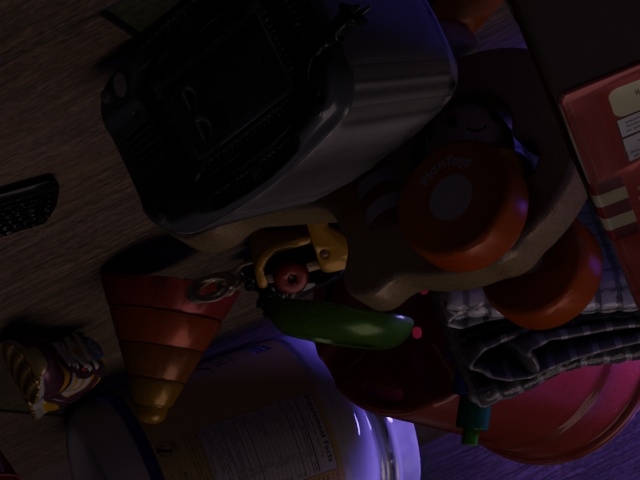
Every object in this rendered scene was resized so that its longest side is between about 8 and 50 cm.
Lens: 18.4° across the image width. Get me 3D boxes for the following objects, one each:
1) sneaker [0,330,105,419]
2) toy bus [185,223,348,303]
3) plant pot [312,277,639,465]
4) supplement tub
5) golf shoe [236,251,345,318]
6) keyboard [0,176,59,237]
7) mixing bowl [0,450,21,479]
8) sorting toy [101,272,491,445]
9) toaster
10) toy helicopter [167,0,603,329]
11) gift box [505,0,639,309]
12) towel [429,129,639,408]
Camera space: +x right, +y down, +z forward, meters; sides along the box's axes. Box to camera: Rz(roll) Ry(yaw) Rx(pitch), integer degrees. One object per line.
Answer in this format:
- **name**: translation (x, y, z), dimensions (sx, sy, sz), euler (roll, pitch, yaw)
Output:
- **sneaker**: translation (-0.238, 0.108, 1.792), dimensions (0.084, 0.070, 0.185), euler (-29, 173, -13)
- **toy bus**: translation (0.006, -0.037, 1.538), dimensions (0.191, 0.104, 0.202), euler (7, -146, 39)
- **plant pot**: translation (0.147, 0.077, 1.903), dimensions (0.272, 0.272, 0.265), euler (-31, 156, 30)
- **supplement tub**: translation (-0.084, 0.242, 2.138), dimensions (0.331, 0.241, 0.241), euler (-18, 165, -20)
- **golf shoe**: translation (0.000, 0.000, 1.756), dimensions (0.094, 0.077, 0.198), euler (-27, 177, -31)
- **keyboard**: translation (-0.277, 0.010, 1.415), dimensions (0.192, 0.038, 0.100), euler (-17, 165, -19)
- **mixing bowl**: translation (-0.384, 0.214, 1.864), dimensions (0.181, 0.098, 0.181), euler (-22, 165, -6)
- **sorting toy**: translation (-0.015, 0.113, 1.693), dimensions (0.365, 0.126, 0.127), euler (9, 173, -3)
- **toaster**: translation (-0.017, -0.099, 1.241), dimensions (0.227, 0.129, 0.146), euler (-36, 164, 36)
- **toy helicopter**: translation (0.034, -0.062, 1.389), dimensions (0.355, 0.235, 0.140), euler (-6, 155, 34)
- **gift box**: translation (0.225, -0.162, 1.108), dimensions (0.255, 0.258, 0.276), euler (-19, 141, 3)
- **towel**: translation (0.199, 0.010, 1.626), dimensions (0.235, 0.284, 0.121), euler (-7, 121, -4)
